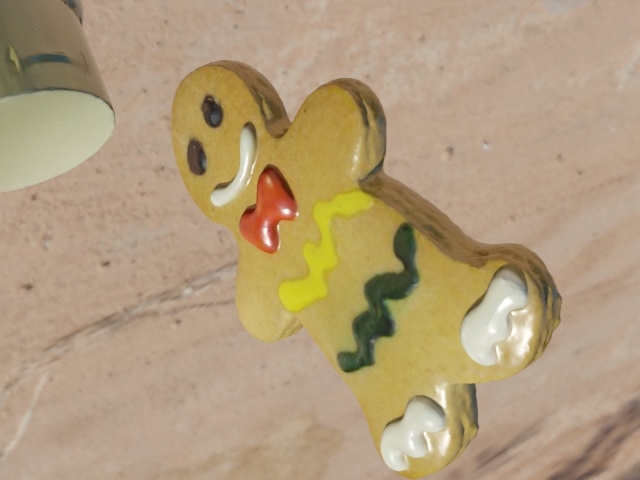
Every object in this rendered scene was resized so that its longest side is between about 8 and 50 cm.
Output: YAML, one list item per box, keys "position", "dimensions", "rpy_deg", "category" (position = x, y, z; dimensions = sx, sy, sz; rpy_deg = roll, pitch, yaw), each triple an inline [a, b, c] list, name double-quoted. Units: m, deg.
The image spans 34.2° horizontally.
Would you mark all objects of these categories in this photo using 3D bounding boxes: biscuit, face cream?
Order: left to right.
- position: [-0.144, -0.130, 0.387]
  dimensions: [0.070, 0.224, 0.114]
  rpy_deg: [-35, 161, 35]
  category: "face cream"
- position: [-0.001, 0.000, 0.498]
  dimensions: [0.035, 0.240, 0.158]
  rpy_deg: [-18, 141, -43]
  category: "biscuit"
